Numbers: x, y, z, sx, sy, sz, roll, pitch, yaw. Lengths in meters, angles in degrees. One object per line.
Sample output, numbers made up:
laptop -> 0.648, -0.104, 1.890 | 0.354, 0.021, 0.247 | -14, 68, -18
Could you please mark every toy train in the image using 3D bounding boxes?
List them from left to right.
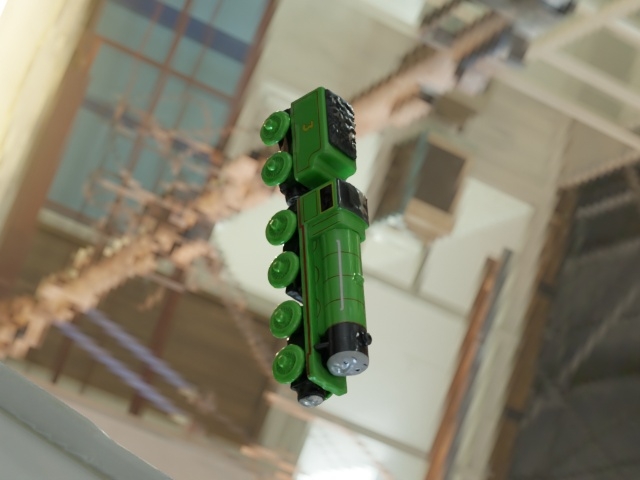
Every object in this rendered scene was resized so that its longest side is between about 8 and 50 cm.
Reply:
toy train -> 0.000, 0.000, 0.434 | 0.023, 0.017, 0.083 | -27, -131, 29

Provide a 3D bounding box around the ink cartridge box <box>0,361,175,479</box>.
ink cartridge box -> -0.104, 0.184, 0.221 | 0.160, 0.279, 0.384 | -63, 169, 28
